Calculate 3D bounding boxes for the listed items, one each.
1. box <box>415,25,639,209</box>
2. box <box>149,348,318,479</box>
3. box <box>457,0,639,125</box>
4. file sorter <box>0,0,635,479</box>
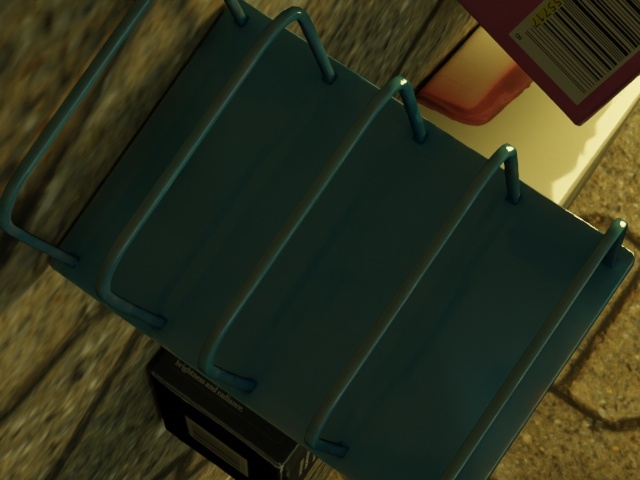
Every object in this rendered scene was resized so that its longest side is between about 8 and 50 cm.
[{"bbox_3d":[0.117,-0.050,1.166,0.232,0.127,0.149,-47,169,-45],"label":"box"},{"bbox_3d":[-0.013,0.057,0.940,0.158,0.093,0.156,-52,171,-16],"label":"box"},{"bbox_3d":[0.226,-0.214,1.005,0.213,0.117,0.243,-43,-178,37],"label":"box"},{"bbox_3d":[0.000,0.000,0.527,0.118,0.170,0.104,-55,168,-4],"label":"file sorter"}]
